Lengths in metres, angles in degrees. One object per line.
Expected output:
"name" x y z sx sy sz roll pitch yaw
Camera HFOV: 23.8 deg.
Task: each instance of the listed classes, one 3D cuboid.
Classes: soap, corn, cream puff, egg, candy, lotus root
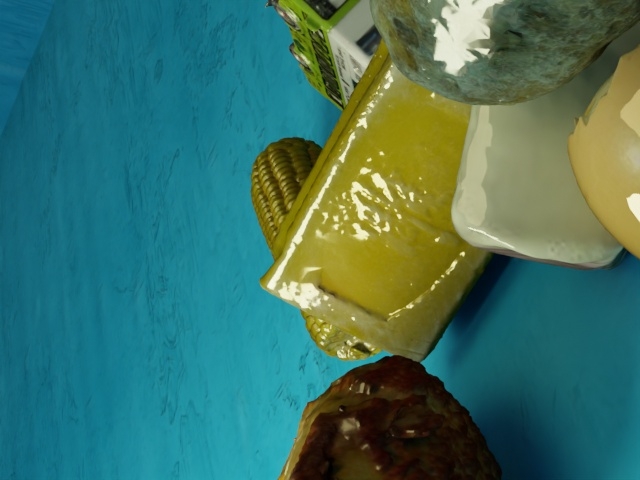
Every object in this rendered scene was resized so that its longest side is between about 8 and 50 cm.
"soap" 0.090 -0.044 1.464 0.315 0.199 0.091 -59 8 33
"corn" 0.000 0.000 1.755 0.120 0.120 0.363 -63 31 28
"cream puff" 0.054 0.278 1.345 0.350 0.229 0.350 -161 90 -90
"egg" 0.294 -0.053 1.021 0.244 0.201 0.201 39 119 24
"candy" 0.210 -0.152 1.239 0.208 0.145 0.358 32 -111 -78
"lotus root" 0.149 -0.199 1.017 0.349 0.175 0.175 137 140 -58

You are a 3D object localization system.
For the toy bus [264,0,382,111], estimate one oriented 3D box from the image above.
"toy bus" 0.039 -0.213 1.597 0.113 0.139 0.301 -45 -12 -4
